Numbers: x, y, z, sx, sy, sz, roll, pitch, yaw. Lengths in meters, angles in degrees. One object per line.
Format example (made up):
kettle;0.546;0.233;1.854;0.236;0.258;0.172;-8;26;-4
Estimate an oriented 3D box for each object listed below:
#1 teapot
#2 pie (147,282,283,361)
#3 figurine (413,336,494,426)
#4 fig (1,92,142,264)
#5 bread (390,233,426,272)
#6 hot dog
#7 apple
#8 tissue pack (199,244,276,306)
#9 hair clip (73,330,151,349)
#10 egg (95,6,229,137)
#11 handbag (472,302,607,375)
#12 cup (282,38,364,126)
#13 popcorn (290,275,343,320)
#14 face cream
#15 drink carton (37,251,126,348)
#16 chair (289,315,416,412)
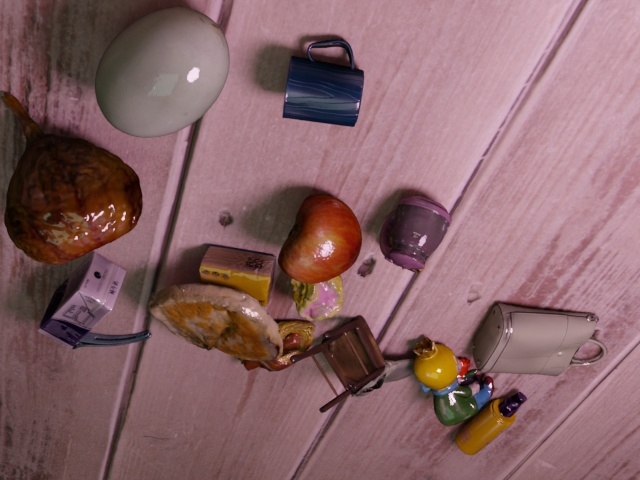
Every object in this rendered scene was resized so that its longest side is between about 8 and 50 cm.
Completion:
teapot;0.185;-0.014;1.750;0.148;0.146;0.116;17;165;22
pie;-0.243;0.194;1.995;0.339;0.077;0.339;17;151;10
figurine;0.330;0.331;2.110;0.234;0.185;0.127;65;162;-8
fig;-0.547;-0.134;1.703;0.286;0.286;0.369;-28;102;31
bread;0.188;0.028;1.858;0.106;0.053;0.072;38;171;-24
hot dog;-0.118;0.281;2.133;0.123;0.093;0.261;38;130;-20
apple;0.000;0.000;1.765;0.160;0.195;0.173;17;171;30
tissue pack;-0.194;0.085;1.959;0.169;0.082;0.120;10;138;-1
hair clip;-0.556;0.257;2.227;0.229;0.039;0.070;-2;135;4
egg;-0.283;-0.298;1.507;0.282;0.203;0.203;-34;121;29
handbag;0.540;0.244;2.027;0.315;0.109;0.241;4;138;-14
cup;0.008;-0.284;1.539;0.138;0.113;0.150;9;137;-2
popcorn;-0.008;0.111;1.931;0.125;0.126;0.145;-25;99;12
face cream;0.465;0.484;2.257;0.078;0.078;0.273;22;133;-13
drink carton;-0.580;0.145;2.043;0.102;0.134;0.222;35;129;-21
chair;0.100;0.295;2.096;0.160;0.319;0.186;-40;74;34
